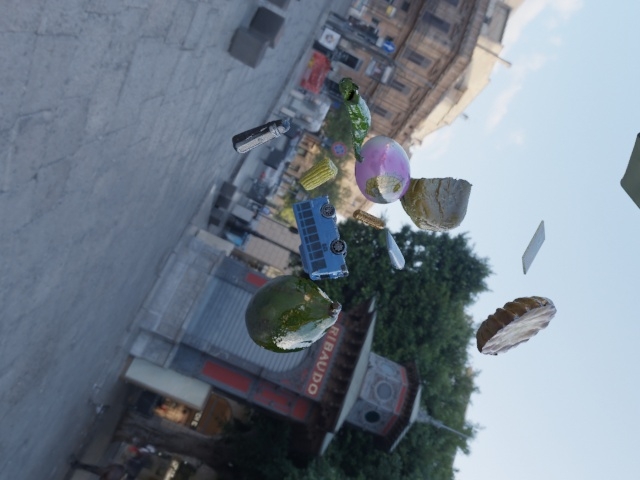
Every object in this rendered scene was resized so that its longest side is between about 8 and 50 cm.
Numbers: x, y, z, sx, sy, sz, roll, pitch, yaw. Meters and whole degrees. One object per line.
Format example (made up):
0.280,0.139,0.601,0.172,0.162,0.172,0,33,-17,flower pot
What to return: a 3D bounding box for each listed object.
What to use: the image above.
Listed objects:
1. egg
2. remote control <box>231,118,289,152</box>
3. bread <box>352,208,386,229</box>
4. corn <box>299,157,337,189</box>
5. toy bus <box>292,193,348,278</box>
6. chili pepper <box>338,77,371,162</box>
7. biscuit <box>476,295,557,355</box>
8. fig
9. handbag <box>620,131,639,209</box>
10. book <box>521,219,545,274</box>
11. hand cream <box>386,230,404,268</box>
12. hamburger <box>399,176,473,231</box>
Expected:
0.207,-0.240,1.634,0.271,0.196,0.196,57,46,-46,egg
-0.249,-0.429,1.997,0.090,0.266,0.066,31,47,-61,remote control
0.215,-0.092,2.113,0.052,0.157,0.044,-47,-157,58,bread
-0.011,-0.271,1.998,0.165,0.085,0.063,-32,-151,28,corn
0.000,0.000,1.393,0.116,0.134,0.233,80,-4,-77,toy bus
0.102,-0.319,1.306,0.076,0.084,0.359,-32,164,1,chili pepper
0.715,0.311,1.791,0.107,0.326,0.325,61,-43,34,biscuit
-0.054,0.175,1.110,0.245,0.195,0.195,4,-120,38,fig
1.156,-0.244,1.668,0.315,0.109,0.241,56,12,-55,handbag
0.763,0.026,1.721,0.172,0.012,0.118,-54,141,-18,book
0.306,0.049,2.009,0.271,0.058,0.091,55,30,-58,hand cream
0.439,-0.139,1.851,0.132,0.309,0.211,-166,-100,-73,hamburger
